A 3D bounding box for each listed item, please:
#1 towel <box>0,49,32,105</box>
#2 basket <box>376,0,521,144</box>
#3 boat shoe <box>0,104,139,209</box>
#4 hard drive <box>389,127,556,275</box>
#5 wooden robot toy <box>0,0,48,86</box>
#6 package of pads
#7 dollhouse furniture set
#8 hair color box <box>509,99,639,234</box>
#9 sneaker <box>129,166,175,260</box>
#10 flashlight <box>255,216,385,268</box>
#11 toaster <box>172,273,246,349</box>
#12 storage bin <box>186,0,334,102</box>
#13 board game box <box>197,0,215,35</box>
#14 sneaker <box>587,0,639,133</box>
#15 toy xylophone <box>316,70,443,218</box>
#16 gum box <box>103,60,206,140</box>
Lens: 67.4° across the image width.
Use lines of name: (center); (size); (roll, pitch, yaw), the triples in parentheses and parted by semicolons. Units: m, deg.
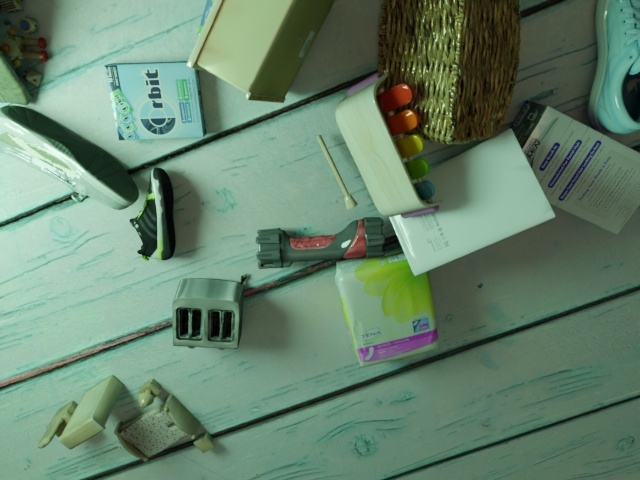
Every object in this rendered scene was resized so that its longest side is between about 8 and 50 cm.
towel: (-0.741, -0.374, 0.867); (0.313, 0.056, 0.324); (3, 157, -8)
basket: (0.266, -0.371, 1.010); (0.214, 0.223, 0.299); (-18, 118, -33)
boat shoe: (-0.548, -0.162, 1.039); (0.320, 0.118, 0.103); (33, 113, -12)
hard drive: (0.316, -0.078, 1.070); (0.319, 0.040, 0.210); (-27, 77, 24)
wooden robot toy: (-0.597, -0.390, 0.950); (0.076, 0.079, 0.173); (2, 114, -5)
package of pads: (0.170, 0.170, 1.236); (0.229, 0.101, 0.296); (-13, 113, 0)
dollhouse furniture set: (-0.528, 0.571, 1.324); (0.303, 0.173, 0.355); (-32, 112, 10)
hair color box: (0.585, -0.167, 1.114); (0.339, 0.110, 0.185); (21, 111, -14)
sneaker: (-0.395, -0.053, 1.108); (0.097, 0.084, 0.234); (3, 113, -4)
flashlight: (0.000, 0.000, 1.156); (0.304, 0.103, 0.103); (-2, 132, 2)
toaster: (-0.277, 0.181, 1.205); (0.168, 0.110, 0.185); (5, 113, -7)
storage bin: (-0.085, -0.402, 0.887); (0.123, 0.260, 0.262); (31, 109, 2)
board game box: (-0.161, -0.477, 0.909); (0.035, 0.136, 0.201); (26, 111, 6)
sneaker: (0.660, -0.400, 0.986); (0.135, 0.150, 0.365); (-7, 108, -3)
toy xylophone: (0.120, -0.184, 1.035); (0.236, 0.081, 0.322); (-1, 116, 47)
gum box: (-0.349, -0.298, 1.027); (0.185, 0.041, 0.156); (-2, 114, -2)
